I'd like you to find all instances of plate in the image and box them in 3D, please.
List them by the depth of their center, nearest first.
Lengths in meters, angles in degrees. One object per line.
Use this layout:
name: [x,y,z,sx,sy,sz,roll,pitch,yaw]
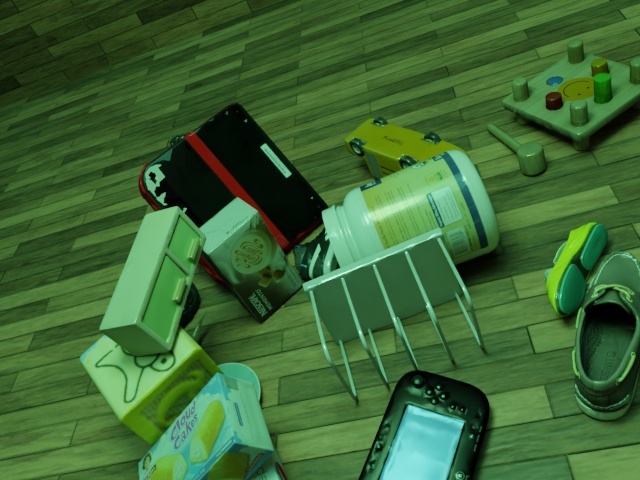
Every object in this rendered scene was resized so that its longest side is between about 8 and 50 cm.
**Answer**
plate: [-0.204,0.337,1.216,0.188,0.024,0.188,-15,41,14]

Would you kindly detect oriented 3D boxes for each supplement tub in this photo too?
supplement tub: [0.183,-0.031,1.233,0.316,0.228,0.228,-22,41,6]

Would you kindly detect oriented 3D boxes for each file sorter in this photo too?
file sorter: [0.142,0.145,1.103,0.277,0.193,0.173,-23,43,5]

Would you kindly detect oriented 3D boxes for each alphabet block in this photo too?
alphabet block: [-0.317,0.268,1.170,0.192,0.193,0.197,-43,48,-14]

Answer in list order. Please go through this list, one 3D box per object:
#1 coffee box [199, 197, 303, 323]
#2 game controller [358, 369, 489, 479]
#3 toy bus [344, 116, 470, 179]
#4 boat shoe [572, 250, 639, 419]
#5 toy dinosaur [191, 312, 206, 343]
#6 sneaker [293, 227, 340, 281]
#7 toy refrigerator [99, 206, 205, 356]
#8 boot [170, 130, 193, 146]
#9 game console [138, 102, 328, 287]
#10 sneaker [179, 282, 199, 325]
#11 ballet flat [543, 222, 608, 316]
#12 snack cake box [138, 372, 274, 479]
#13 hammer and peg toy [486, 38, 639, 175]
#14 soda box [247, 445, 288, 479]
coffee box: [-0.159,0.048,1.319,0.141,0.246,0.098,-41,41,-15]
game controller: [0.161,0.363,0.961,0.166,0.067,0.319,5,51,32]
toy bus: [0.212,-0.200,1.467,0.108,0.130,0.332,-44,43,-17]
boat shoe: [0.492,0.134,0.996,0.116,0.097,0.324,7,51,33]
toy dinosaur: [-0.306,0.256,1.347,0.092,0.053,0.183,0,54,8]
sneaker: [0.000,0.000,1.412,0.121,0.079,0.217,-1,49,26]
toy refrigerator: [-0.307,0.072,1.124,0.094,0.102,0.270,-13,46,24]
boot: [-0.363,-0.153,1.614,0.348,0.260,0.131,-24,21,-1]
game console: [-0.218,-0.112,1.478,0.342,0.386,0.060,-41,0,-20]
sneaker: [-0.404,0.213,1.409,0.130,0.109,0.286,-6,37,37]
ballet flat: [0.469,0.055,1.122,0.077,0.077,0.231,-6,38,53]
snack cake box: [-0.209,0.381,1.043,0.264,0.089,0.152,-49,39,17]
hammer and peg toy: [0.566,-0.326,1.409,0.361,0.127,0.266,-34,41,-8]
soda box: [-0.086,0.445,1.007,0.074,0.069,0.216,-30,40,-2]
